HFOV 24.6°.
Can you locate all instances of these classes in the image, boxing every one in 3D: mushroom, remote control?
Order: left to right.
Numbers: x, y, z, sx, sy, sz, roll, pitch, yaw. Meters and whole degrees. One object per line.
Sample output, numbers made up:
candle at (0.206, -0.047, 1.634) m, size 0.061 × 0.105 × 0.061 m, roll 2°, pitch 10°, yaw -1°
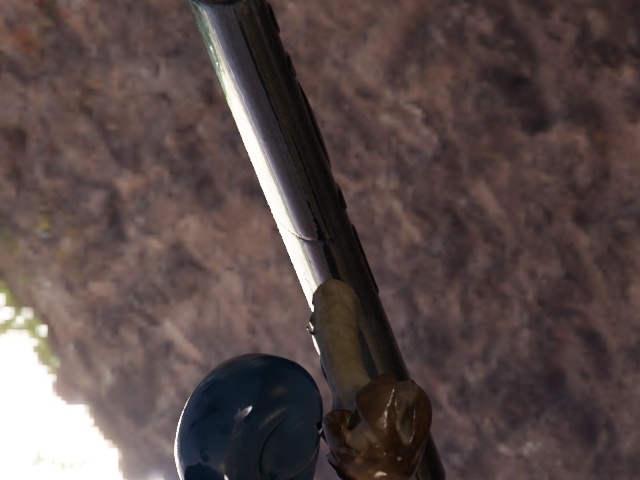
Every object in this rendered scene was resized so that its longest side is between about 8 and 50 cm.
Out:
remote control at (0.000, 0.000, 0.990) m, size 0.107 × 0.044 × 0.378 m, roll 31°, pitch -35°, yaw 62°
mushroom at (0.023, 0.067, 0.812) m, size 0.061 × 0.060 × 0.187 m, roll -35°, pitch -151°, yaw 13°

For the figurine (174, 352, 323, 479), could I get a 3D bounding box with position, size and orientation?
figurine at (-0.104, 0.280, 0.905) m, size 0.298 × 0.416 × 0.243 m, roll 26°, pitch -23°, yaw 29°
